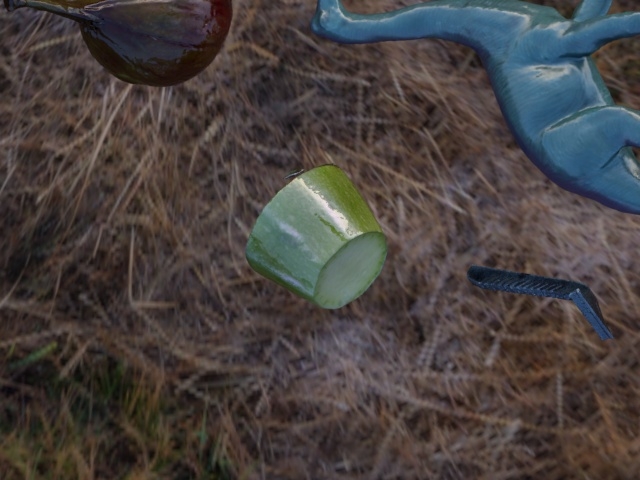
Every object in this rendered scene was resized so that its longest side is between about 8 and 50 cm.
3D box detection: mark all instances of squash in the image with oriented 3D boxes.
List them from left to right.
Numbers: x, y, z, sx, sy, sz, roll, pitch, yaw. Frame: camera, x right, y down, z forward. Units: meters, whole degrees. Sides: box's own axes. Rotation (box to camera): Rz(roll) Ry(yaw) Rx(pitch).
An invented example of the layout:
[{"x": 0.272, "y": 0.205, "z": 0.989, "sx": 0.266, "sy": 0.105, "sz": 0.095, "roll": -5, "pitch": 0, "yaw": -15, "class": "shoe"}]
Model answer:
[{"x": 0.000, "y": 0.000, "z": 1.708, "sx": 0.170, "sy": 0.123, "sz": 0.170, "roll": -31, "pitch": 144, "yaw": -25, "class": "squash"}]

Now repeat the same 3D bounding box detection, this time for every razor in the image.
[{"x": 0.203, "y": 0.046, "z": 1.315, "sx": 0.033, "sy": 0.190, "sz": 0.066, "roll": -49, "pitch": 118, "yaw": -15, "class": "razor"}]

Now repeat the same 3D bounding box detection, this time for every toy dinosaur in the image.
[{"x": 0.191, "y": -0.113, "z": 1.359, "sx": 0.331, "sy": 0.129, "sz": 0.383, "roll": -19, "pitch": 86, "yaw": 16, "class": "toy dinosaur"}]

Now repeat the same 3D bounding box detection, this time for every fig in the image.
[{"x": -0.249, "y": -0.261, "z": 1.669, "sx": 0.290, "sy": 0.190, "sz": 0.191, "roll": -20, "pitch": 108, "yaw": -30, "class": "fig"}]
